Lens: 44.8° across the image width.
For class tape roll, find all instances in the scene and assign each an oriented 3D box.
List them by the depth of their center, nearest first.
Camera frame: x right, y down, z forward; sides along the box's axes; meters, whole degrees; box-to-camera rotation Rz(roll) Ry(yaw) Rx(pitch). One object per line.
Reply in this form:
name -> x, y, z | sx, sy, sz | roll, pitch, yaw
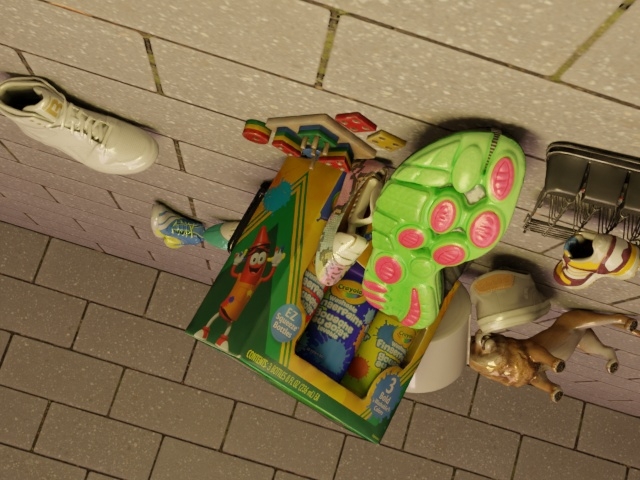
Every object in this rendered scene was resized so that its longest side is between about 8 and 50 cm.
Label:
tape roll -> 0.216, 0.197, 1.755 | 0.246, 0.246, 0.169 | 12, 133, 22

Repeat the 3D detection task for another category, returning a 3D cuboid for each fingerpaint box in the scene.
fingerpaint box -> 0.031, 0.121, 1.439 | 0.163, 0.371, 0.445 | 15, 160, 45

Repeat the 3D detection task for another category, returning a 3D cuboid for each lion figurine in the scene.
lion figurine -> 0.546, 0.245, 1.819 | 0.392, 0.142, 0.240 | -15, -160, -21

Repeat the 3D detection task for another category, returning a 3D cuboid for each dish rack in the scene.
dish rack -> 0.403, -0.043, 1.114 | 0.208, 0.074, 0.271 | 16, 169, 10

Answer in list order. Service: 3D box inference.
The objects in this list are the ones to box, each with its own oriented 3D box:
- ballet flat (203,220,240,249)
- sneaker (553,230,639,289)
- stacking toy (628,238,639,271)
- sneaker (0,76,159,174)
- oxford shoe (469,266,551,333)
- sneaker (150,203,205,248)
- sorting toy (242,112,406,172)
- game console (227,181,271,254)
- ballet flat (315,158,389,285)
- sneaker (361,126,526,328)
ballet flat -> -0.186, -0.010, 2.029 | 0.248, 0.083, 0.087 | 16, 143, 4
sneaker -> 0.380, 0.022, 1.128 | 0.084, 0.069, 0.185 | 27, 162, -10
stacking toy -> 0.630, 0.053, 1.282 | 0.221, 0.052, 0.167 | 4, 164, 38
sneaker -> -0.453, -0.209, 1.418 | 0.293, 0.108, 0.169 | 17, 171, 7
oxford shoe -> 0.411, 0.124, 1.714 | 0.169, 0.130, 0.449 | -18, 171, 15
sneaker -> -0.386, -0.043, 2.143 | 0.126, 0.091, 0.240 | -3, 165, 3
sorting toy -> 0.003, -0.147, 1.230 | 0.275, 0.046, 0.132 | 4, 162, 44
game console -> 0.000, 0.000, 1.608 | 0.293, 0.250, 0.173 | 25, -168, -31
ballet flat -> 0.055, -0.029, 1.258 | 0.077, 0.221, 0.079 | 24, 174, -39
sneaker -> 0.182, -0.038, 1.207 | 0.185, 0.202, 0.482 | 29, 151, 4
